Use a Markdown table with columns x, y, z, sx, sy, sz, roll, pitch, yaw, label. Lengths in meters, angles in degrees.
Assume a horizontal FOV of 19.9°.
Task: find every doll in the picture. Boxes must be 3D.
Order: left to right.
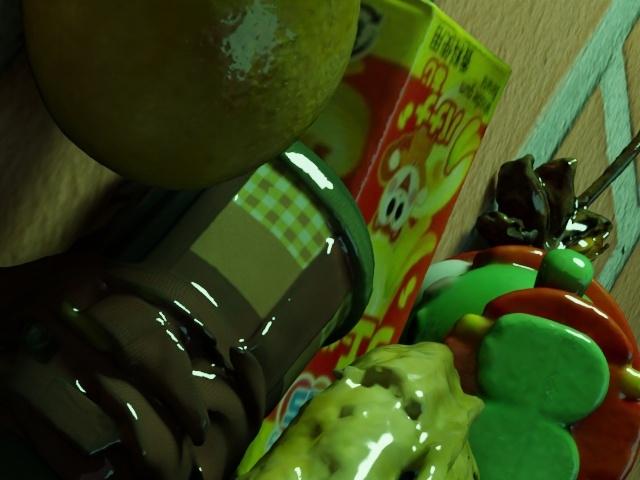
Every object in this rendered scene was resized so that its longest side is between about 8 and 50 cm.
| x | y | z | sx | sy | sz | roll | pitch | yaw | label |
| --- | --- | --- | --- | --- | --- | --- | --- | --- | --- |
| 0.109 | 0.093 | 1.128 | 0.363 | 0.160 | 0.182 | -173 | -84 | -81 | doll |

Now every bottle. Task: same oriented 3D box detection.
| x | y | z | sx | sy | sz | roll | pitch | yaw | label |
| --- | --- | --- | --- | --- | --- | --- | --- | --- | --- |
| -0.097 | 0.064 | 0.815 | 0.156 | 0.143 | 0.271 | -34 | -168 | 49 | bottle |

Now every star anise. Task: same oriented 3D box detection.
| x | y | z | sx | sy | sz | roll | pitch | yaw | label |
| --- | --- | --- | --- | --- | --- | --- | --- | --- | --- |
| 0.178 | 0.009 | 1.369 | 0.234 | 0.073 | 0.177 | -15 | 116 | -40 | star anise |

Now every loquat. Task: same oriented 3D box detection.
| x | y | z | sx | sy | sz | roll | pitch | yaw | label |
| --- | --- | --- | --- | --- | --- | --- | --- | --- | --- |
| -0.053 | -0.097 | 0.766 | 0.163 | 0.137 | 0.163 | -30 | 140 | -29 | loquat |

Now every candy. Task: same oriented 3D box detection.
| x | y | z | sx | sy | sz | roll | pitch | yaw | label |
| --- | --- | --- | --- | --- | --- | --- | --- | --- | --- |
| 0.000 | 0.000 | 1.008 | 0.276 | 0.088 | 0.146 | -67 | 156 | -1 | candy |

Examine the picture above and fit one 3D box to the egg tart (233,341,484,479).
| x | y | z | sx | sy | sz | roll | pitch | yaw | label |
| --- | --- | --- | --- | --- | --- | --- | --- | --- | --- |
| -0.030 | 0.225 | 0.821 | 0.388 | 0.169 | 0.388 | -52 | 176 | -5 | egg tart |
